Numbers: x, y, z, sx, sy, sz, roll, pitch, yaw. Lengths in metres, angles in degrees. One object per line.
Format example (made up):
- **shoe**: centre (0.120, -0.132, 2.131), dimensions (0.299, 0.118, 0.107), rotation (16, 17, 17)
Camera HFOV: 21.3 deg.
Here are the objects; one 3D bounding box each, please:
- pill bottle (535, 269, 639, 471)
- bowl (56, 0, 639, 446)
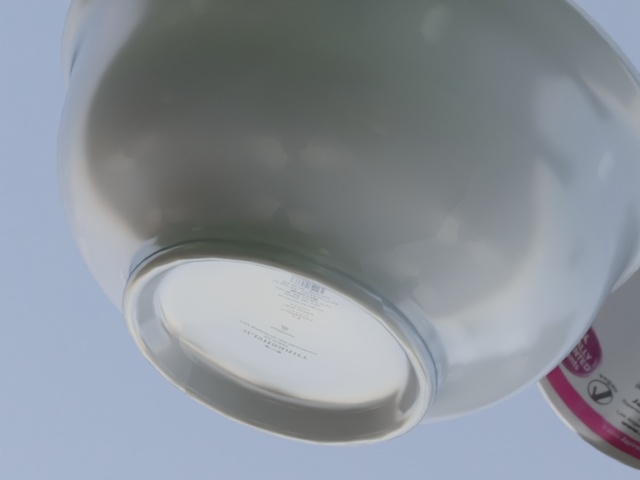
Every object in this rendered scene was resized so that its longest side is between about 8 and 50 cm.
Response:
- **pill bottle**: centre (0.248, -0.001, 0.966), dimensions (0.160, 0.160, 0.283), rotation (48, -46, 14)
- **bowl**: centre (0.000, 0.000, 0.768), dimensions (0.298, 0.298, 0.134), rotation (4, -127, 23)
